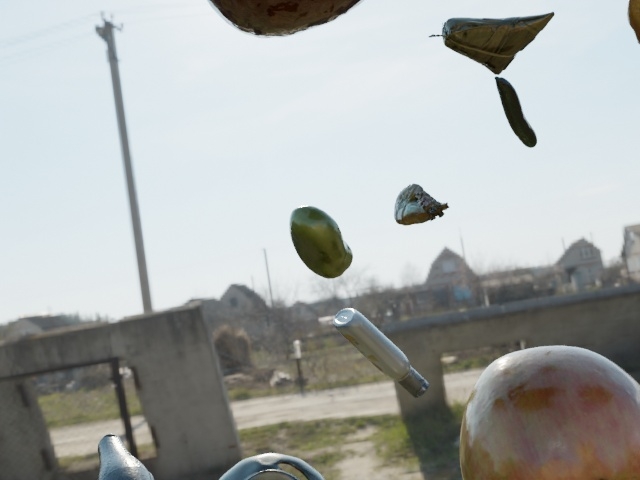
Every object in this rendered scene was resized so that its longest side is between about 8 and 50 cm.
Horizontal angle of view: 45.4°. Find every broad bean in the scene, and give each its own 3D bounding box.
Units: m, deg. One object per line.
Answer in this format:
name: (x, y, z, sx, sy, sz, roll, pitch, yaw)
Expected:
broad bean: (0.000, 0.000, 1.405, 0.124, 0.174, 0.082, 25, 61, 36)

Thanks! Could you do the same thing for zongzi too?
zongzi: (0.335, -0.429, 1.508, 0.189, 0.081, 0.178, 21, -36, -22)

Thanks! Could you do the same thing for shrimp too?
shrimp: (0.201, -0.071, 1.572, 0.043, 0.091, 0.184, 11, 2, -28)

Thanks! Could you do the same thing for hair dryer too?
hair dryer: (-0.241, 0.382, 1.028, 0.075, 0.219, 0.195, -22, 20, -18)

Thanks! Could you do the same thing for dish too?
dish: (-0.110, 0.624, 1.737, 0.324, 0.324, 0.124, -8, -35, -9)

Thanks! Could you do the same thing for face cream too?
face cream: (0.157, 0.286, 1.928, 0.071, 0.291, 0.144, -49, 16, -10)

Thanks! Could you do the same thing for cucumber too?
cucumber: (0.523, -0.335, 2.043, 0.056, 0.056, 0.284, -12, -38, 29)

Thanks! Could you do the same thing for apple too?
apple: (0.433, 0.374, 1.376, 0.392, 0.346, 0.391, -7, -38, -6)

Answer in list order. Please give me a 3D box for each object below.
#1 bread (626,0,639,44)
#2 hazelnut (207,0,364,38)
bread: (0.680, -0.373, 1.158, 0.398, 0.398, 0.215, -8, 8, -6)
hazelnut: (-0.036, -0.530, 1.268, 0.353, 0.420, 0.421, 29, 1, 11)
